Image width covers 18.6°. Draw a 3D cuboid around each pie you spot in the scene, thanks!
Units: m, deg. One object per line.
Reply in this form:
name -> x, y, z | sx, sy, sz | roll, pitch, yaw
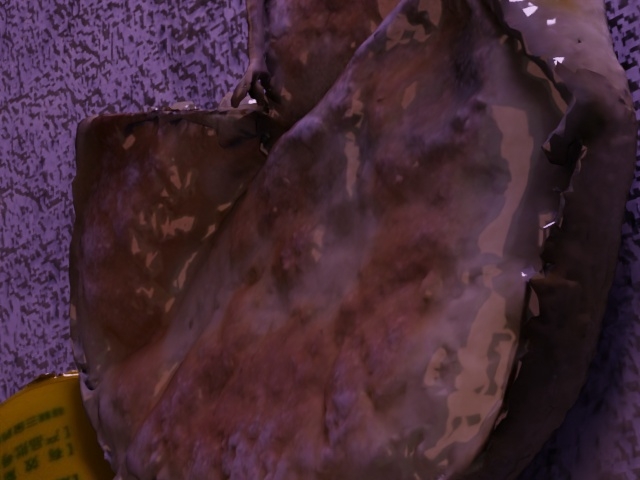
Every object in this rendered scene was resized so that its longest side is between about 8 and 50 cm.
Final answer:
pie -> 0.000, 0.000, 0.802 | 0.337, 0.075, 0.337 | -14, 71, 48

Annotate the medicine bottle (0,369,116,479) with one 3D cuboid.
medicine bottle -> -0.101, 0.197, 0.861 | 0.111, 0.076, 0.309 | -41, 44, 23
